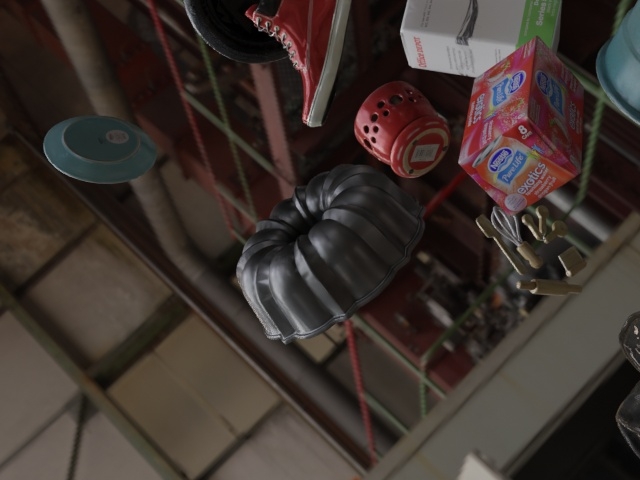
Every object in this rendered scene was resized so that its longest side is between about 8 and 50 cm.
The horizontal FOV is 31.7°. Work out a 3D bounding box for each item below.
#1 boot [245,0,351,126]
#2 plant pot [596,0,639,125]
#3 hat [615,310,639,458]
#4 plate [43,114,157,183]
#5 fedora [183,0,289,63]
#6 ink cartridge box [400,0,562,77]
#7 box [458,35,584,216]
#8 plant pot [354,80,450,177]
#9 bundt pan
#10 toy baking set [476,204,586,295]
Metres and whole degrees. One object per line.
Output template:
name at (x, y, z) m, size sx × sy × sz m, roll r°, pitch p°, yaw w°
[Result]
boot at (-0.050, -0.321, 1.922) m, size 0.088 × 0.176 × 0.244 m, roll 94°, pitch -175°, yaw -84°
plant pot at (0.662, -0.373, 1.803) m, size 0.341 × 0.341 × 0.334 m, roll -31°, pitch -30°, yaw -35°
hat at (0.512, 0.265, 1.586) m, size 0.134 × 0.331 × 0.331 m, roll -39°, pitch -25°, yaw -11°
plate at (-0.367, -0.162, 1.885) m, size 0.188 × 0.188 × 0.024 m, roll -28°, pitch -35°, yaw -39°
fedora at (-0.123, -0.503, 2.164) m, size 0.334 × 0.334 × 0.152 m, roll -45°, pitch 20°, yaw -8°
ink cartridge box at (0.299, -0.383, 2.083) m, size 0.198 × 0.272 × 0.115 m, roll 51°, pitch -129°, yaw -74°
box at (0.299, -0.172, 1.651) m, size 0.128 × 0.122 × 0.257 m, roll -34°, pitch 22°, yaw 33°
plant pot at (0.204, -0.260, 2.686) m, size 0.191 × 0.174 × 0.191 m, roll -23°, pitch -44°, yaw -24°
bundt pan at (0.000, 0.000, 1.781) m, size 0.331 × 0.331 × 0.124 m, roll -44°, pitch -68°, yaw -10°
toy baking set at (0.417, 0.020, 2.230) m, size 0.256 × 0.197 × 0.030 m, roll 1°, pitch -28°, yaw -32°
